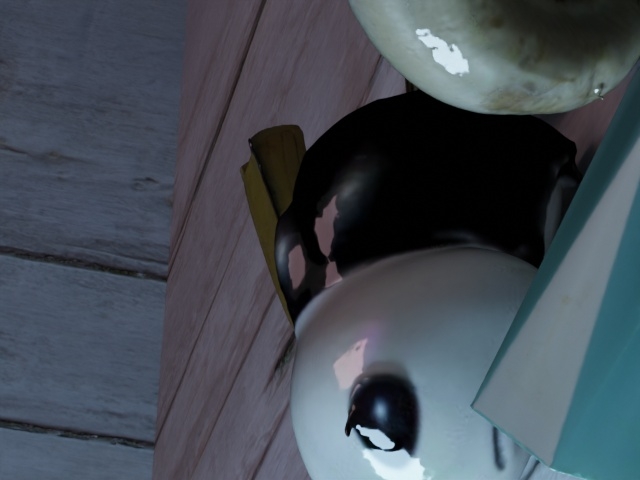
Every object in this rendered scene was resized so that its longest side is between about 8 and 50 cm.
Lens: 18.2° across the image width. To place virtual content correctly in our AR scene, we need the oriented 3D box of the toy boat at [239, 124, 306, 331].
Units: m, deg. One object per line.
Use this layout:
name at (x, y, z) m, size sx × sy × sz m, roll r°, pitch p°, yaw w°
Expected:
toy boat at (0.000, 0.000, 2.163) m, size 0.321 × 0.121 × 0.089 m, roll -111°, pitch 31°, yaw -42°

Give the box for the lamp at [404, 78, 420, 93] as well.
lamp at (0.118, -0.193, 1.832) m, size 0.325 × 0.089 × 0.090 m, roll -91°, pitch 14°, yaw -45°

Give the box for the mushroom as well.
mushroom at (0.167, -0.223, 1.338) m, size 0.290 × 0.292 × 0.292 m, roll 5°, pitch 84°, yaw 49°

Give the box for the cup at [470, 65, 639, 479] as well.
cup at (0.198, 0.017, 1.194) m, size 0.148 × 0.134 × 0.235 m, roll 32°, pitch 108°, yaw 41°

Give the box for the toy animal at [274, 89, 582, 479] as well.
toy animal at (0.076, 0.066, 1.502) m, size 0.251 × 0.251 × 0.310 m, roll 115°, pitch 168°, yaw -51°
